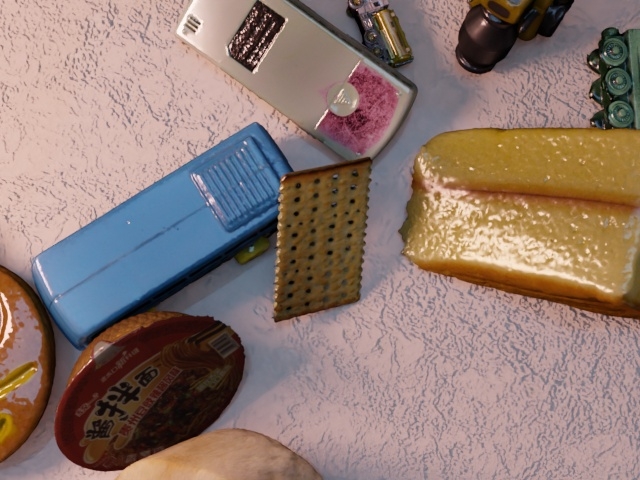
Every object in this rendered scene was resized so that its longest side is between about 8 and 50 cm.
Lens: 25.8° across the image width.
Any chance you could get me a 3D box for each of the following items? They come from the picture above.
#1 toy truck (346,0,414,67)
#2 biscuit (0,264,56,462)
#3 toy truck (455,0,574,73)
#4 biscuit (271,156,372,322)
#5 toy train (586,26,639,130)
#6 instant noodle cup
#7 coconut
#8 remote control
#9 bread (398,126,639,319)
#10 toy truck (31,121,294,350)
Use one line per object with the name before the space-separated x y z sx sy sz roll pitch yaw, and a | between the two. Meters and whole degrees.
toy truck | 0.083 -0.299 1.974 0.062 0.052 0.123 -21 83 -7
biscuit | -0.548 0.137 1.870 0.394 0.070 0.351 -1 85 9
toy truck | 0.256 -0.325 1.893 0.147 0.224 0.165 35 77 4
biscuit | 0.000 0.000 1.854 0.139 0.231 0.016 -13 37 -22
toy train | 0.435 -0.216 1.954 0.111 0.071 0.171 -2 82 -8
instant noodle cup | -0.236 0.175 1.826 0.274 0.274 0.091 -34 51 -5
coconut | -0.139 0.383 1.728 0.328 0.329 0.329 0 81 0
remote control | -0.033 -0.249 1.946 0.344 0.050 0.145 37 107 4
bread | 0.317 -0.031 1.934 0.361 0.245 0.233 9 82 32
toy truck | -0.205 -0.006 1.875 0.385 0.162 0.161 -32 84 -4
